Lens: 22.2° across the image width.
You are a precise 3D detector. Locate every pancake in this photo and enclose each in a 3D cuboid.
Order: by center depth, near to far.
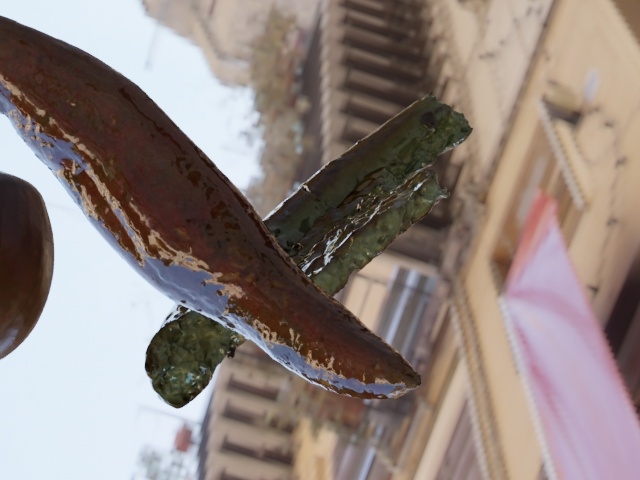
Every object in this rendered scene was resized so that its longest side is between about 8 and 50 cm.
[{"bbox_3d":[-0.004,-0.004,1.014,0.054,0.197,0.376,57,-147,-10],"label":"pancake"}]

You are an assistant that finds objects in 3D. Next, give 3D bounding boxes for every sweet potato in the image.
[{"bbox_3d":[-0.060,-0.011,0.709,0.255,0.078,0.058,42,-112,9],"label":"sweet potato"}]

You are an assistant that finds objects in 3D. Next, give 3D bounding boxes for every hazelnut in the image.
[{"bbox_3d":[-0.365,0.020,1.546,0.234,0.218,0.218,12,-158,17],"label":"hazelnut"}]
